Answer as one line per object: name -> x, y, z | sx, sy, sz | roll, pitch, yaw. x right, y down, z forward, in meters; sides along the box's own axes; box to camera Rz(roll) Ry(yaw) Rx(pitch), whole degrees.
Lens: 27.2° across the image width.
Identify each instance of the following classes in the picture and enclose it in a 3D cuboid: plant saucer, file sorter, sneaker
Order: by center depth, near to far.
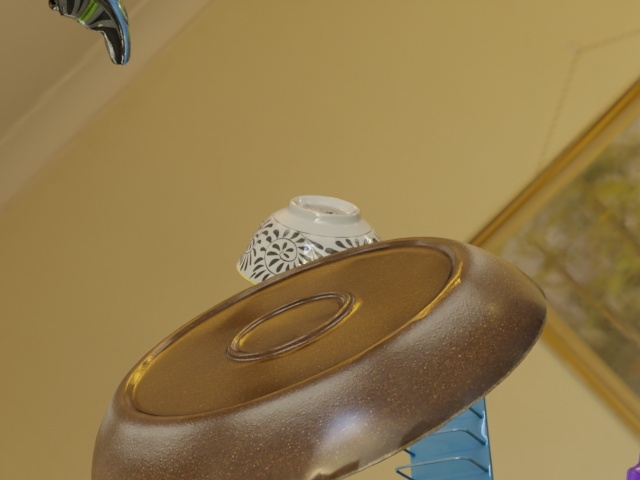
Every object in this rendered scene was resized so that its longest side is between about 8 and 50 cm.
plant saucer -> -0.011, 0.071, 0.840 | 0.311, 0.050, 0.310 | -23, 14, 6
sneaker -> -0.288, -0.292, 1.614 | 0.078, 0.067, 0.188 | -26, -53, 6
file sorter -> 0.164, 0.282, 1.841 | 0.118, 0.170, 0.104 | -14, -26, 21

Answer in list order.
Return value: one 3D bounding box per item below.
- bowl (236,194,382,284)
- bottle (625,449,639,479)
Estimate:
bowl -> 0.000, 0.000, 1.393 | 0.170, 0.170, 0.080 | -14, -62, -54
bottle -> 0.444, 0.245, 1.571 | 0.283, 0.118, 0.092 | -51, 11, -7
